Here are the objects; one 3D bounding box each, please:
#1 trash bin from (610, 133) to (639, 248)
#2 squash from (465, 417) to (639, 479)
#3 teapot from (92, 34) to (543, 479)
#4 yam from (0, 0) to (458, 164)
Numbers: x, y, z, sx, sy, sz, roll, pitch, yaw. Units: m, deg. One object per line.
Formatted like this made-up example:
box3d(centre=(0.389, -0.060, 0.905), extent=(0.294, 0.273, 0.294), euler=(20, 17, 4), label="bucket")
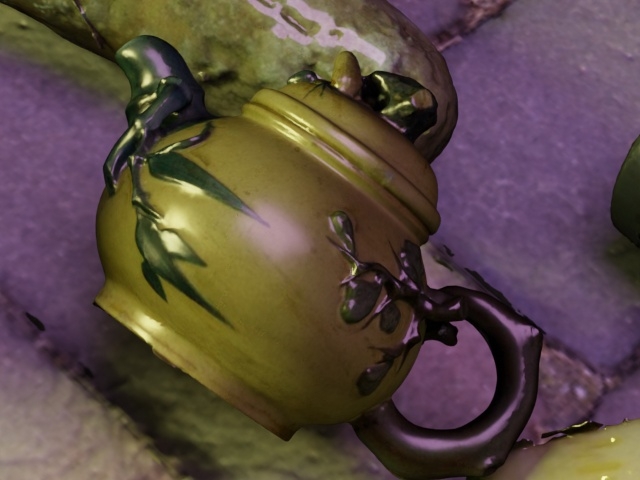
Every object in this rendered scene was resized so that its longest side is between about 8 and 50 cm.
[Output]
box3d(centre=(0.259, -0.018, 1.057), extent=(0.161, 0.175, 0.175), euler=(37, 50, 25), label="trash bin")
box3d(centre=(0.176, 0.218, 0.859), extent=(0.203, 0.111, 0.289), euler=(-18, 48, 14), label="squash")
box3d(centre=(0.000, 0.000, 0.923), extent=(0.269, 0.173, 0.182), euler=(35, 85, 3), label="teapot")
box3d(centre=(-0.072, -0.137, 1.057), extent=(0.330, 0.133, 0.133), euler=(32, 50, 4), label="yam")
